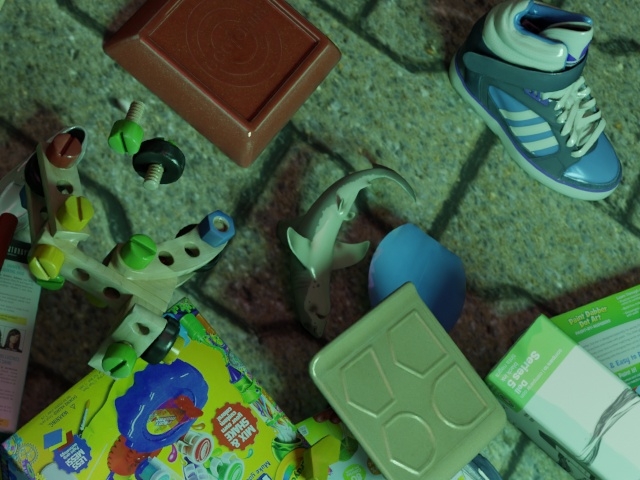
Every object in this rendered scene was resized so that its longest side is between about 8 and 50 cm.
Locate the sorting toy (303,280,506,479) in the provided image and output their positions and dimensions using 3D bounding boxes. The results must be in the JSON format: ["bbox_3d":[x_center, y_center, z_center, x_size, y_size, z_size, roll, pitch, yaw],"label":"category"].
[{"bbox_3d":[0.077,0.214,1.920,0.307,0.041,0.229,-36,92,-39],"label":"sorting toy"}]

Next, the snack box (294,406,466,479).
[{"bbox_3d":[0.083,0.293,2.001,0.174,0.070,0.207,-26,81,-2],"label":"snack box"}]

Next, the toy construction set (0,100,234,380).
[{"bbox_3d":[-0.271,0.041,1.780,0.257,0.309,0.237,47,42,-37],"label":"toy construction set"}]

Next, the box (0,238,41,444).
[{"bbox_3d":[-0.402,0.116,1.906,0.100,0.060,0.244,14,65,-19],"label":"box"}]

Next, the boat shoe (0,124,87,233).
[{"bbox_3d":[-0.358,-0.078,2.002,0.066,0.063,0.184,46,59,-1],"label":"boat shoe"}]

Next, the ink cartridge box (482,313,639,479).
[{"bbox_3d":[0.345,0.234,2.050,0.273,0.198,0.115,41,82,8],"label":"ink cartridge box"}]

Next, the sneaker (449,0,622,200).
[{"bbox_3d":[0.348,-0.210,2.257,0.323,0.236,0.130,42,60,-3],"label":"sneaker"}]

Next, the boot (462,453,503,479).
[{"bbox_3d":[0.156,0.285,2.086,0.190,0.069,0.086,46,30,10],"label":"boot"}]

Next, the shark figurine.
[{"bbox_3d":[0.002,-0.029,2.122,0.166,0.116,0.278,49,62,-38],"label":"shark figurine"}]

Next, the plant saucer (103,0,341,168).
[{"bbox_3d":[-0.124,-0.271,2.190,0.259,0.048,0.258,40,60,-3],"label":"plant saucer"}]

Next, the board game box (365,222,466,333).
[{"bbox_3d":[0.126,0.059,2.167,0.169,0.033,0.133,34,69,-28],"label":"board game box"}]

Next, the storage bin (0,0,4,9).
[{"bbox_3d":[-0.487,-0.204,1.887,0.123,0.260,0.262,26,61,-16],"label":"storage bin"}]

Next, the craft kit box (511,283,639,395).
[{"bbox_3d":[0.427,0.203,2.232,0.250,0.061,0.246,-17,80,-28],"label":"craft kit box"}]

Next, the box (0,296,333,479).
[{"bbox_3d":[-0.198,0.276,1.864,0.290,0.177,0.279,-40,90,-30],"label":"box"}]
